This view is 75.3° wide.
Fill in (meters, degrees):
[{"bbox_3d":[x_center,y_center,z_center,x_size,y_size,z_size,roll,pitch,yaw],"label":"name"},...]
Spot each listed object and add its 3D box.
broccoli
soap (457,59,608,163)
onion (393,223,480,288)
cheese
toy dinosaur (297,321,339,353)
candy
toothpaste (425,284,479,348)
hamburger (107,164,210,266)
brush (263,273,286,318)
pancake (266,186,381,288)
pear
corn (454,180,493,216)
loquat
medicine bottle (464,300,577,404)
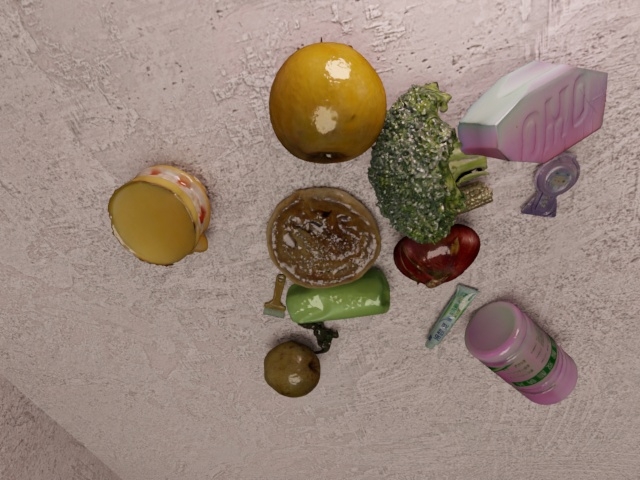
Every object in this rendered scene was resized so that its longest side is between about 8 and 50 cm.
[{"bbox_3d":[0.243,-0.182,1.010,0.249,0.302,0.375,-4,100,38],"label":"broccoli"},{"bbox_3d":[0.446,-0.262,0.870,0.324,0.109,0.192,-29,123,-15],"label":"soap"},{"bbox_3d":[0.330,0.043,1.175,0.248,0.248,0.161,-26,77,26],"label":"onion"},{"bbox_3d":[0.603,-0.142,1.079,0.105,0.042,0.191,8,130,5],"label":"cheese"},{"bbox_3d":[-0.014,0.351,1.569,0.187,0.087,0.179,53,156,-10],"label":"toy dinosaur"},{"bbox_3d":[0.058,0.185,1.359,0.344,0.132,0.142,-11,137,17],"label":"candy"},{"bbox_3d":[0.437,0.267,1.417,0.075,0.048,0.296,19,124,-2],"label":"toothpaste"},{"bbox_3d":[-0.439,-0.067,1.211,0.261,0.186,0.302,-20,111,21],"label":"hamburger"},{"bbox_3d":[-0.155,0.199,1.479,0.083,0.010,0.218,13,127,0],"label":"brush"},{"bbox_3d":[0.000,-0.001,1.250,0.356,0.065,0.356,4,113,10],"label":"pancake"},{"bbox_3d":[-0.098,0.494,1.578,0.211,0.188,0.228,-17,123,40],"label":"pear"},{"bbox_3d":[0.356,-0.103,1.129,0.211,0.087,0.087,-19,122,15],"label":"corn"},{"bbox_3d":[0.019,-0.306,0.918,0.275,0.275,0.274,4,127,6],"label":"loquat"},{"bbox_3d":[0.652,0.368,1.353,0.325,0.212,0.212,39,123,-19],"label":"medicine bottle"}]
